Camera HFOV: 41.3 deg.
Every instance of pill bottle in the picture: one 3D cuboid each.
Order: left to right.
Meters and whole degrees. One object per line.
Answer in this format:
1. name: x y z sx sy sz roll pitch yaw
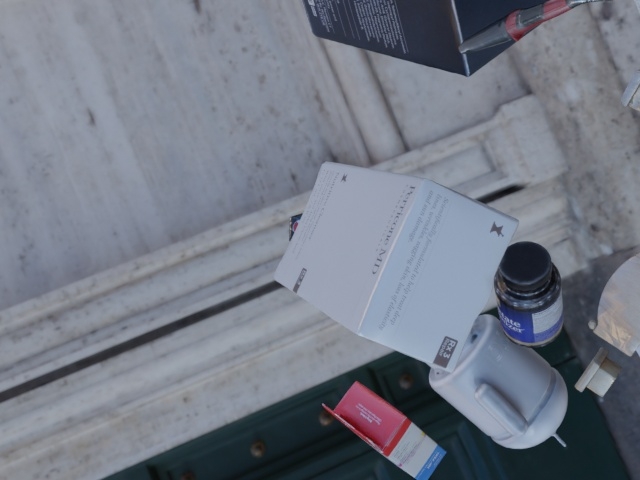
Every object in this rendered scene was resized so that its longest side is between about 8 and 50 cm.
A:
1. pill bottle: 0.390 0.100 1.595 0.123 0.123 0.219 59 176 39

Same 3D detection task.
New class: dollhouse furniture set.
1. dollhouse furniture set: 0.408 -0.031 1.088 0.174 0.303 0.355 35 122 19

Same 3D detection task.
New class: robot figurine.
1. robot figurine: 0.371 0.296 1.781 0.353 0.200 0.300 40 -158 -7

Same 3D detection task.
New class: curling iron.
1. curling iron: 0.250 -0.263 1.029 0.274 0.068 0.035 -11 94 65

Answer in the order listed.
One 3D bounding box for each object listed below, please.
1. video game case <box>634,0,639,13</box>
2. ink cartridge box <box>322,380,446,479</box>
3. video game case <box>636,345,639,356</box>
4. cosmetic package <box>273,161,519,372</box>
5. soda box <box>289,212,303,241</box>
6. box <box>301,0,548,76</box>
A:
1. video game case: 0.755 -0.567 1.968 0.285 0.025 0.204 43 -136 -42
2. ink cartridge box: 0.115 0.337 1.521 0.134 0.078 0.231 29 168 43
3. video game case: 0.661 0.170 1.338 0.300 0.036 0.329 -24 105 40
4. cosmetic package: 0.086 0.020 1.199 0.217 0.156 0.385 -67 19 -2
5. soda box: 0.000 0.000 1.798 0.169 0.053 0.060 34 -131 -51
6. box: 0.181 -0.462 1.387 0.395 0.293 0.212 29 149 47
